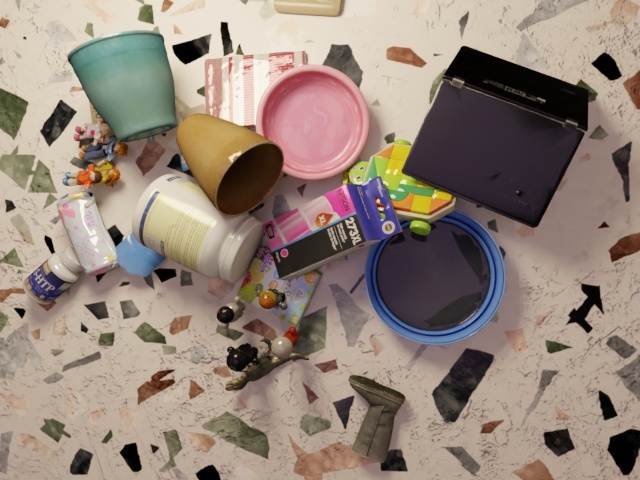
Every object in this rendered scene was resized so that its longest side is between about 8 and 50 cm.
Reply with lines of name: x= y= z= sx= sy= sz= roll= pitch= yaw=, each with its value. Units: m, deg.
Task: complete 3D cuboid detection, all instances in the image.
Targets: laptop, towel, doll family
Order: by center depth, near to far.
laptop: x=0.489 y=-0.306 z=1.331 sx=0.382 sy=0.407 sz=0.236 roll=25 pitch=135 yaw=9
towel: x=-0.204 y=-0.470 z=1.515 sx=0.330 sy=0.037 sz=0.236 roll=-2 pitch=86 yaw=8
doll family: x=-0.711 y=-0.267 z=1.564 sx=0.163 sy=0.118 sz=0.262 roll=-2 pitch=75 yaw=20

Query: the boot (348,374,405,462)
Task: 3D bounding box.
boot: x=0.137 y=0.522 z=1.413 sx=0.190 sy=0.076 sz=0.208 roll=23 pitch=99 yaw=12

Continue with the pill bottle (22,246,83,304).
pill bottle: x=-0.856 y=0.110 z=1.564 sx=0.187 sy=0.112 sz=0.112 roll=-40 pitch=82 yaw=6

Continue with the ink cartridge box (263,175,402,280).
ink cartridge box: x=0.024 y=-0.034 z=1.348 sx=0.371 sy=0.069 sz=0.175 roll=-24 pitch=74 yaw=18

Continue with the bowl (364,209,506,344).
bowl: x=0.323 y=0.101 z=1.386 sx=0.392 sy=0.077 sz=0.390 roll=0 pitch=88 yaw=10

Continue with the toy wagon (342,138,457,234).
toy wagon: x=0.219 y=-0.167 z=1.373 sx=0.345 sy=0.068 sz=0.267 roll=13 pitch=71 yaw=20

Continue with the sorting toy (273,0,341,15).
sorting toy: x=-0.075 y=-0.827 z=1.506 sx=0.308 sy=0.041 sz=0.228 roll=8 pitch=94 yaw=10

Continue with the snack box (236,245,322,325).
snack box: x=-0.123 y=0.135 z=1.463 sx=0.207 sy=0.070 sz=0.174 roll=24 pitch=92 yaw=8

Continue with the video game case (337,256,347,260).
video game case: x=0.000 y=0.000 z=1.474 sx=0.167 sy=0.015 sz=0.119 roll=2 pitch=89 yaw=10

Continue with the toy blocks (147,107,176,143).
toy blocks: x=-0.519 y=-0.393 z=1.544 sx=0.124 sy=0.054 sz=0.147 roll=-10 pitch=87 yaw=9

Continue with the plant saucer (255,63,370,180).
plant saucer: x=-0.023 y=-0.344 z=1.429 sx=0.333 sy=0.084 sz=0.331 roll=0 pitch=97 yaw=1

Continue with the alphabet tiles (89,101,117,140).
alphabet tiles: x=-0.643 y=-0.511 z=1.600 sx=0.286 sy=0.011 sz=0.342 roll=-10 pitch=87 yaw=9

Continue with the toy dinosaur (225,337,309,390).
toy dinosaur: x=-0.178 y=0.364 z=1.473 sx=0.268 sy=0.064 sz=0.118 roll=-25 pitch=88 yaw=3

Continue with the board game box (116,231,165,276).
board game box: x=-0.568 y=0.033 z=1.550 sx=0.133 sy=0.033 sz=0.168 roll=44 pitch=73 yaw=-5

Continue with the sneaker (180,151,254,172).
sneaker: x=-0.282 y=-0.227 z=1.489 sx=0.331 sy=0.130 sz=0.147 roll=14 pitch=105 yaw=13

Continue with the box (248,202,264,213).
box: x=-0.225 y=-0.128 z=1.493 sx=0.083 sy=0.067 sz=0.018 roll=53 pitch=141 yaw=7

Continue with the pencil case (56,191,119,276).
pencil case: x=-0.739 y=-0.021 z=1.548 sx=0.124 sy=0.113 sz=0.272 roll=-25 pitch=85 yaw=2

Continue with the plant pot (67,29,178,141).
plant pot: x=-0.545 y=-0.432 z=1.400 sx=0.272 sy=0.271 sz=0.255 roll=-16 pitch=100 yaw=9

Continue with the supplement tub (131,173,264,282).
supplement tub: x=-0.355 y=-0.032 z=1.423 sx=0.325 sy=0.235 sz=0.235 roll=25 pitch=92 yaw=9

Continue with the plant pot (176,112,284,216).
plant pot: x=-0.271 y=-0.232 z=1.320 sx=0.254 sy=0.237 sz=0.237 roll=40 pitch=95 yaw=23

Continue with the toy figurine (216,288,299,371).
toy figurine: x=-0.180 y=0.248 z=1.361 sx=0.213 sy=0.148 sz=0.209 roll=-16 pitch=88 yaw=10
